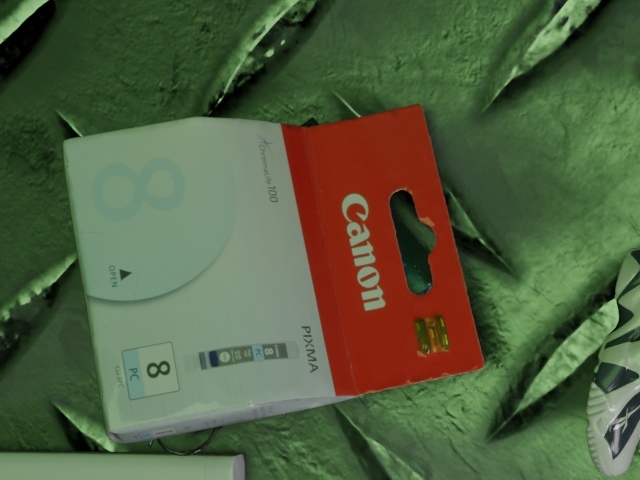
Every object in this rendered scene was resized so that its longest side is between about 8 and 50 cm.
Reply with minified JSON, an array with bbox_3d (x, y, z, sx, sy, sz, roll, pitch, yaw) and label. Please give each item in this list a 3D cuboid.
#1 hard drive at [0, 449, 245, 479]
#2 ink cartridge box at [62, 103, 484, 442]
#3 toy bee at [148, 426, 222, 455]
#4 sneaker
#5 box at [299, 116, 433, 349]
[{"bbox_3d":[-0.257,0.361,1.634,0.353,0.047,0.233,-2,87,17],"label":"hard drive"},{"bbox_3d":[-0.050,0.018,1.442,0.385,0.091,0.308,-11,73,-2],"label":"ink cartridge box"},{"bbox_3d":[-0.153,0.108,1.569,0.195,0.162,0.298,20,64,9],"label":"toy bee"},{"bbox_3d":[0.361,0.133,1.418,0.153,0.094,0.235,12,81,27],"label":"sneaker"},{"bbox_3d":[0.000,0.000,1.529,0.159,0.044,0.233,-35,76,-20],"label":"box"}]
